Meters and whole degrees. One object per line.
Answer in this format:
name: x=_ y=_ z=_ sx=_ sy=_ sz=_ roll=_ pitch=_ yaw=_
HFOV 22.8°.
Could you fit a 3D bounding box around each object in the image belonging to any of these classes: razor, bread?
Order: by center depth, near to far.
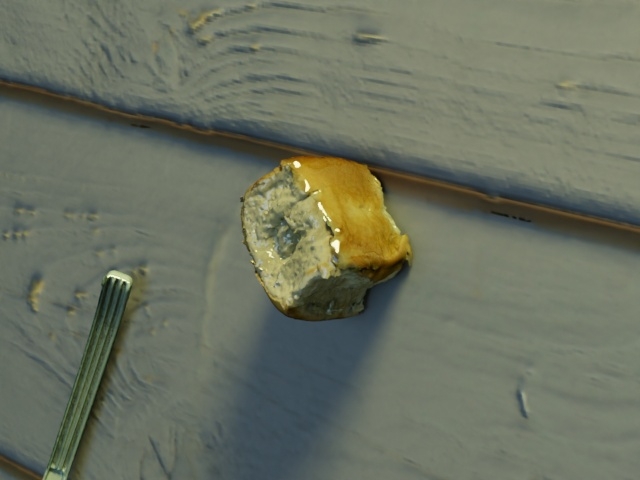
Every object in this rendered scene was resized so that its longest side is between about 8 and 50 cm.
bread: x=-0.002 y=0.001 z=0.906 sx=0.076 sy=0.070 sz=0.083 roll=-41 pitch=63 yaw=38
razor: x=-0.165 y=0.104 z=1.102 sx=0.068 sy=0.037 sz=0.191 roll=20 pitch=109 yaw=-2
